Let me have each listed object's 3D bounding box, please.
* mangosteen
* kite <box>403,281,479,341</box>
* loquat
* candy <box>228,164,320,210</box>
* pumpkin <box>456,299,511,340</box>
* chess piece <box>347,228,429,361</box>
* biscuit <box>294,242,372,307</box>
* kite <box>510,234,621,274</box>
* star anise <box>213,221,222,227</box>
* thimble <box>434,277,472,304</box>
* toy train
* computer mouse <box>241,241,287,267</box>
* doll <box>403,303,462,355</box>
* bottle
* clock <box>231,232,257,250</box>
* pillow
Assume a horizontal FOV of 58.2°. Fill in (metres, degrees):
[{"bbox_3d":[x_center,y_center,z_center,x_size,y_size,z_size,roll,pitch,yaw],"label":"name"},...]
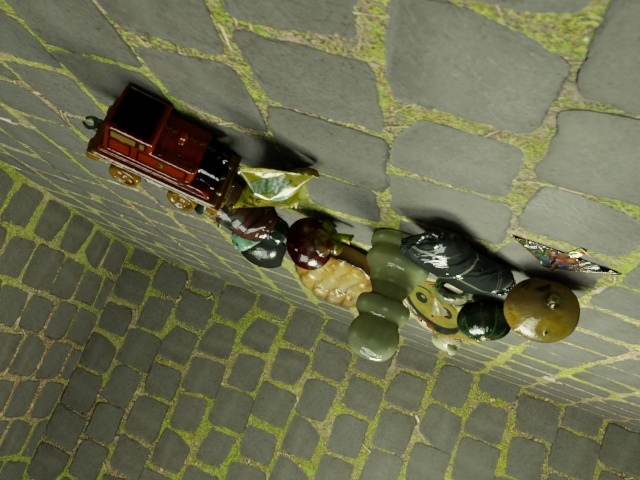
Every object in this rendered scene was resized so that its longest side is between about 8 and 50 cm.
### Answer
[{"bbox_3d":[-0.010,-0.005,1.599,0.181,0.156,0.146,-31,118,22],"label":"mangosteen"},{"bbox_3d":[0.376,0.225,1.948,0.377,0.013,0.328,35,156,23],"label":"kite"},{"bbox_3d":[0.530,0.162,1.373,0.172,0.150,0.204,17,157,13],"label":"loquat"},{"bbox_3d":[-0.116,-0.120,1.335,0.187,0.081,0.297,-2,169,-15],"label":"candy"},{"bbox_3d":[0.507,0.248,1.781,0.167,0.125,0.167,1,172,0],"label":"pumpkin"},{"bbox_3d":[0.171,0.153,1.501,0.182,0.331,0.182,19,165,5],"label":"chess piece"},{"bbox_3d":[0.061,0.106,1.885,0.296,0.102,0.296,17,145,12],"label":"biscuit"},{"bbox_3d":[0.508,0.040,1.226,0.241,0.014,0.183,23,165,1],"label":"kite"},{"bbox_3d":[-0.335,-0.107,1.800,0.230,0.081,0.262,20,168,16],"label":"star anise"},{"bbox_3d":[0.382,0.140,1.642,0.109,0.085,0.062,19,166,18],"label":"thimble"},{"bbox_3d":[-0.361,-0.209,1.309,0.368,0.163,0.231,25,157,-13],"label":"toy train"},{"bbox_3d":[-0.222,0.050,2.190,0.170,0.100,0.269,24,166,-1],"label":"computer mouse"},{"bbox_3d":[0.421,0.291,2.150,0.278,0.149,0.175,38,-160,4],"label":"doll"},{"bbox_3d":[-0.204,-0.078,1.592,0.271,0.143,0.156,31,-171,-26],"label":"bottle"},{"bbox_3d":[-0.215,-0.028,1.802,0.060,0.148,0.188,58,159,-12],"label":"clock"},{"bbox_3d":[0.336,0.057,1.385,0.335,0.093,0.161,30,160,-34],"label":"pillow"}]
